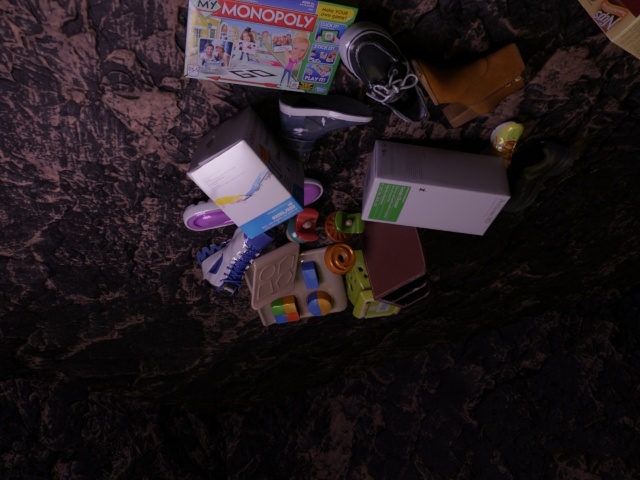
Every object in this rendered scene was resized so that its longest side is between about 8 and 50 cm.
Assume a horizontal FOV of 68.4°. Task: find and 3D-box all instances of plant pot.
[{"bbox_3d":[0.218,0.171,1.821,0.227,0.207,0.228,-5,147,-10],"label":"plant pot"}]

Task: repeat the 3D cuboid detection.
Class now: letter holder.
[{"bbox_3d":[0.263,0.029,1.518,0.152,0.302,0.214,21,136,-41],"label":"letter holder"}]

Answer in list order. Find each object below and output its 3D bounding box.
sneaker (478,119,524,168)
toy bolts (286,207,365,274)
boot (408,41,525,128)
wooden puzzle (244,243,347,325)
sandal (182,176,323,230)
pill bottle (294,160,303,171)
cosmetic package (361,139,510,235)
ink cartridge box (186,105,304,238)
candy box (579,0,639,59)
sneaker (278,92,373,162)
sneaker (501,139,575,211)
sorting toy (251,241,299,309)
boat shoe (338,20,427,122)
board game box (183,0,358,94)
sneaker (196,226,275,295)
[{"bbox_3d":[0.525,-0.253,1.352,0.081,0.094,0.208,-3,147,-13],"label":"sneaker"},{"bbox_3d":[0.000,0.000,1.491,0.228,0.218,0.158,10,166,-20],"label":"toy bolts"},{"bbox_3d":[0.348,-0.391,1.089,0.211,0.104,0.295,-34,147,24],"label":"boot"},{"bbox_3d":[-0.083,0.189,1.772,0.347,0.080,0.322,-14,125,1],"label":"wooden puzzle"},{"bbox_3d":[-0.188,-0.078,1.378,0.416,0.102,0.169,-14,159,3],"label":"sandal"},{"bbox_3d":[-0.108,-0.189,1.280,0.116,0.065,0.065,-14,148,5],"label":"pill bottle"},{"bbox_3d":[0.313,-0.146,1.331,0.365,0.155,0.197,7,146,-2],"label":"cosmetic package"},{"bbox_3d":[-0.170,-0.163,1.142,0.168,0.171,0.233,-27,127,20],"label":"ink cartridge box"},{"bbox_3d":[0.698,-0.456,1.003,0.316,0.183,0.087,9,144,-29],"label":"candy box"},{"bbox_3d":[0.007,-0.269,1.155,0.226,0.086,0.163,4,136,-6],"label":"sneaker"},{"bbox_3d":[0.643,-0.207,1.475,0.130,0.109,0.286,12,132,-23],"label":"sneaker"},{"bbox_3d":[-0.156,0.114,1.588,0.193,0.038,0.208,-27,137,-38],"label":"sorting toy"},{"bbox_3d":[0.151,-0.351,1.034,0.113,0.105,0.306,-36,148,14],"label":"boat shoe"},{"bbox_3d":[-0.107,-0.409,0.951,0.317,0.046,0.213,1,147,-19],"label":"board game box"},{"bbox_3d":[-0.272,0.078,1.540,0.315,0.182,0.127,-29,146,26],"label":"sneaker"}]
